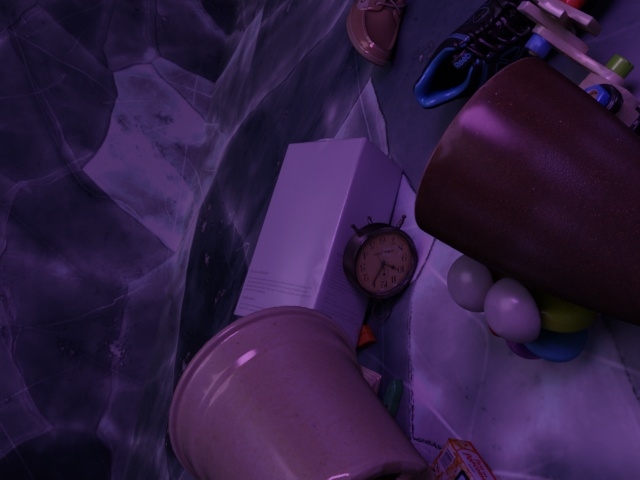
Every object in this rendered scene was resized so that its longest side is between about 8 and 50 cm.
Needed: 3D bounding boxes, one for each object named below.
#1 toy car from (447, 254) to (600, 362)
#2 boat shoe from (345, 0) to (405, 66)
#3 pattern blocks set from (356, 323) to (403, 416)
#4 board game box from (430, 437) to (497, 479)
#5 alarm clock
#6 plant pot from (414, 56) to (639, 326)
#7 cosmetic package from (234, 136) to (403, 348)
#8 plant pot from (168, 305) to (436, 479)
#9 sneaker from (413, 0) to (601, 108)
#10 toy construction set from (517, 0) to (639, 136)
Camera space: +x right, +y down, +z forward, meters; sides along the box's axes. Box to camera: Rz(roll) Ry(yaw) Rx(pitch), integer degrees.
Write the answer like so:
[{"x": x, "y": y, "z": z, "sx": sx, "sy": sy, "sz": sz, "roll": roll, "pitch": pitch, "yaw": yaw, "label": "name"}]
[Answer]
[{"x": 0.256, "y": 0.079, "z": 0.665, "sx": 0.182, "sy": 0.159, "sz": 0.137, "roll": -137, "pitch": 34, "yaw": -61, "label": "toy car"}, {"x": 0.139, "y": -0.557, "z": 1.288, "sx": 0.110, "sy": 0.121, "sz": 0.342, "roll": -41, "pitch": 38, "yaw": 46, "label": "boat shoe"}, {"x": 0.041, "y": 0.300, "z": 1.030, "sx": 0.324, "sy": 0.026, "sz": 0.286, "roll": -11, "pitch": 64, "yaw": 60, "label": "pattern blocks set"}, {"x": 0.187, "y": 0.376, "z": 0.681, "sx": 0.147, "sy": 0.045, "sz": 0.193, "roll": -62, "pitch": 27, "yaw": 17, "label": "board game box"}, {"x": 0.105, "y": 0.053, "z": 0.971, "sx": 0.064, "sy": 0.129, "sz": 0.192, "roll": -153, "pitch": 56, "yaw": -65, "label": "alarm clock"}, {"x": 0.250, "y": -0.029, "z": 0.535, "sx": 0.230, "sy": 0.215, "sz": 0.216, "roll": 43, "pitch": 114, "yaw": 30, "label": "plant pot"}, {"x": 0.000, "y": 0.000, "z": 1.077, "sx": 0.217, "sy": 0.156, "sz": 0.386, "roll": 7, "pitch": 73, "yaw": 43, "label": "cosmetic package"}, {"x": -0.010, "y": 0.306, "z": 0.762, "sx": 0.305, "sy": 0.333, "sz": 0.334, "roll": 32, "pitch": 102, "yaw": 56, "label": "plant pot"}, {"x": 0.277, "y": -0.306, "z": 0.821, "sx": 0.139, "sy": 0.125, "sz": 0.341, "roll": -39, "pitch": 0, "yaw": -33, "label": "sneaker"}, {"x": 0.292, "y": -0.158, "z": 0.735, "sx": 0.215, "sy": 0.151, "sz": 0.328, "roll": -112, "pitch": 36, "yaw": -53, "label": "toy construction set"}]
